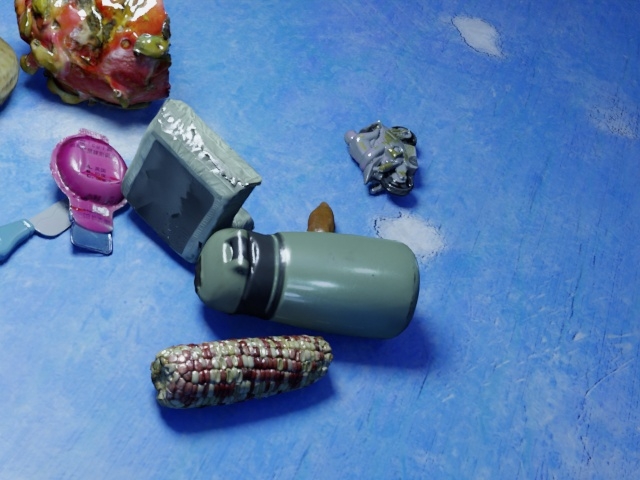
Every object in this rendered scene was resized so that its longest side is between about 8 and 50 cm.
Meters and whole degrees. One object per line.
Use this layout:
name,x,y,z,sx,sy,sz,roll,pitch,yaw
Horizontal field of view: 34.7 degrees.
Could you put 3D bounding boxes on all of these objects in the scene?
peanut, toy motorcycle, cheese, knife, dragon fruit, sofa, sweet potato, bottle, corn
peanut,-0.604,-0.287,1.784,0.137,0.122,0.253,15,38,5
toy motorcycle,0.117,-0.173,2.035,0.152,0.073,0.225,17,40,-5
cheese,-0.381,-0.085,1.710,0.155,0.062,0.244,16,52,-34
knife,-0.450,-0.025,1.653,0.058,0.032,0.244,39,38,14
dragon fruit,-0.422,-0.369,1.874,0.263,0.314,0.296,-12,74,-14
sofa,-0.189,-0.107,1.688,0.210,0.225,0.176,43,43,11
sweet potato,0.000,0.000,1.813,0.056,0.056,0.194,13,46,-12
bottle,-0.026,0.063,1.640,0.347,0.168,0.168,8,43,-19
corn,-0.112,0.190,1.526,0.290,0.098,0.098,-4,48,-33
